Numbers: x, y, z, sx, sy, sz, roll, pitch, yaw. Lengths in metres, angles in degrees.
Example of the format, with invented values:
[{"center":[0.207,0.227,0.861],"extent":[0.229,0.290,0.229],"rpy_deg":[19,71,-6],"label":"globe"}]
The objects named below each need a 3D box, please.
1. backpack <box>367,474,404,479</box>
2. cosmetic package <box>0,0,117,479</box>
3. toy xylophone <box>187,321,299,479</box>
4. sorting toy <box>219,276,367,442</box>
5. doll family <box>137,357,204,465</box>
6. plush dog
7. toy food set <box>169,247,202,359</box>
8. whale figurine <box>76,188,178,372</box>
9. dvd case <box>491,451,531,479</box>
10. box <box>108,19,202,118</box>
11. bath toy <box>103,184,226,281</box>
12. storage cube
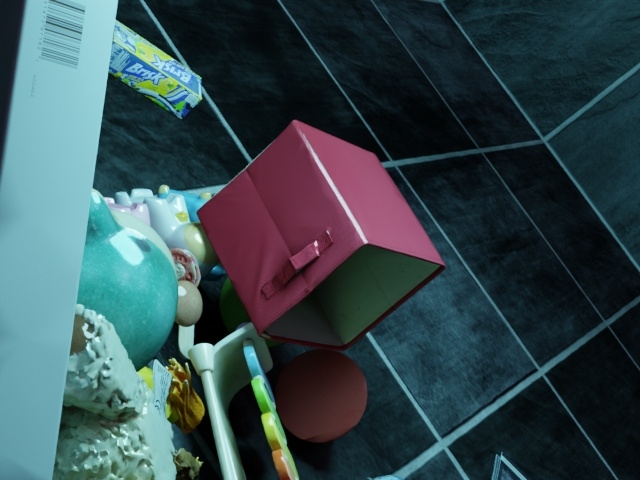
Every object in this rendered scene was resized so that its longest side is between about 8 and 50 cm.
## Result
[{"center":[0.080,0.349,1.432],"extent":[0.114,0.084,0.105],"rpy_deg":[-2,59,-61],"label":"backpack"},{"center":[-0.310,-0.019,0.893],"extent":[0.097,0.284,0.377],"rpy_deg":[9,88,-55],"label":"cosmetic package"},{"center":[-0.065,0.239,1.260],"extent":[0.236,0.081,0.322],"rpy_deg":[77,-6,-64],"label":"toy xylophone"},{"center":[-0.051,0.117,1.545],"extent":[0.365,0.127,0.126],"rpy_deg":[58,-2,21],"label":"sorting toy"},{"center":[-0.198,0.192,1.165],"extent":[0.163,0.118,0.263],"rpy_deg":[37,31,-18],"label":"doll family"},{"center":[-0.242,0.210,0.973],"extent":[0.210,0.225,0.262],"rpy_deg":[48,27,-67],"label":"plush dog"},{"center":[-0.181,0.044,1.233],"extent":[0.218,0.071,0.128],"rpy_deg":[31,58,-49],"label":"toy food set"},{"center":[-0.263,0.044,1.050],"extent":[0.272,0.216,0.141],"rpy_deg":[26,31,-27],"label":"whale figurine"},{"center":[0.318,0.446,1.746],"extent":[0.164,0.018,0.221],"rpy_deg":[45,28,-8],"label":"dvd case"},{"center":[-0.260,-0.258,1.716],"extent":[0.169,0.054,0.059],"rpy_deg":[33,32,-32],"label":"box"},{"center":[-0.228,0.016,1.354],"extent":[0.151,0.129,0.348],"rpy_deg":[11,12,24],"label":"bath toy"},{"center":[0.000,0.000,1.383],"extent":[0.215,0.184,0.193],"rpy_deg":[15,39,-54],"label":"storage cube"}]
